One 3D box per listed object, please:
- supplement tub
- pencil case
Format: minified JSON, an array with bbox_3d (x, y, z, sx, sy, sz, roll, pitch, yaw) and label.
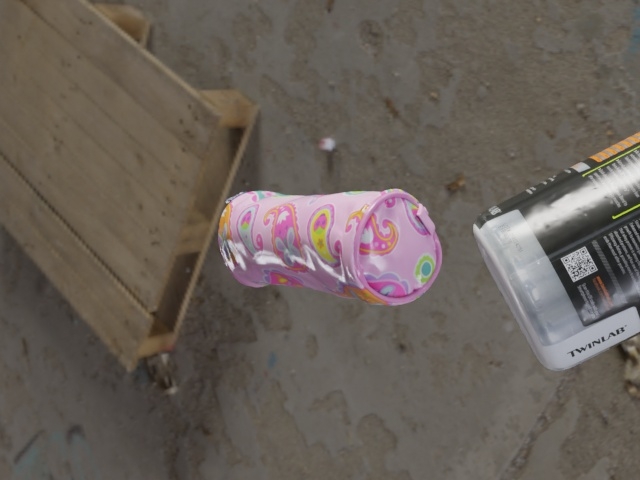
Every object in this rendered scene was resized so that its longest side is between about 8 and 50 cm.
[{"bbox_3d":[0.341,-0.009,1.030,0.316,0.193,0.194,-27,76,6],"label":"supplement tub"},{"bbox_3d":[0.000,0.000,1.038,0.284,0.124,0.124,5,101,56],"label":"pencil case"}]
